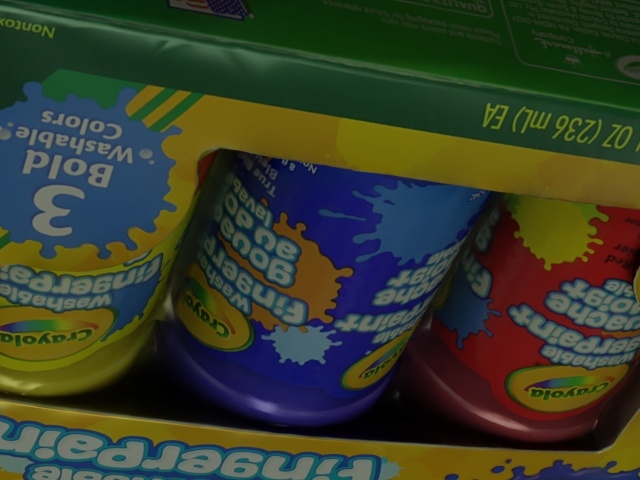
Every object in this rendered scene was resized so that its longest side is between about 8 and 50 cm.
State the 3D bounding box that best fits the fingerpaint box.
[{"bbox_3d":[0.000,0.000,0.891,0.444,0.163,0.371,8,136,-19],"label":"fingerpaint box"}]
